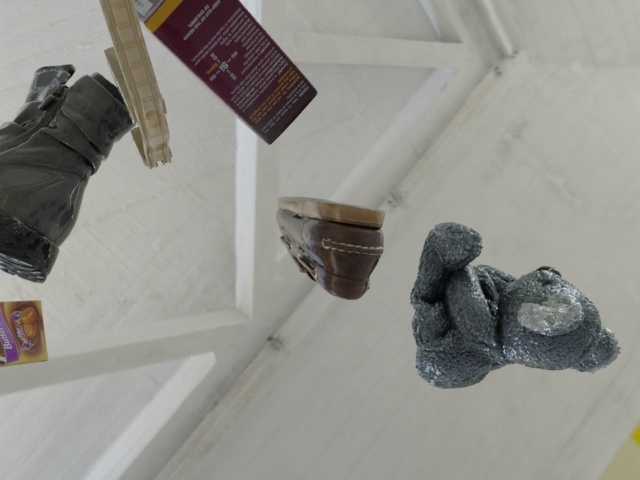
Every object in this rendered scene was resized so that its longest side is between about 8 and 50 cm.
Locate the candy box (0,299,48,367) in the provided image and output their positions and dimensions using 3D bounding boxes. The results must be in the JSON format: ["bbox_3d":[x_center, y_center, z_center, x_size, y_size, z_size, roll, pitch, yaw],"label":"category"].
[{"bbox_3d":[-0.544,0.157,1.037,0.187,0.053,0.109,4,-107,-60],"label":"candy box"}]

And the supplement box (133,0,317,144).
[{"bbox_3d":[-0.102,-0.196,0.647,0.081,0.104,0.188,-47,-45,2],"label":"supplement box"}]

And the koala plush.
[{"bbox_3d":[0.243,0.103,0.792,0.196,0.221,0.203,39,-116,-43],"label":"koala plush"}]

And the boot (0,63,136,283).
[{"bbox_3d":[-0.358,-0.091,0.702,0.222,0.338,0.118,-66,-26,-20],"label":"boot"}]

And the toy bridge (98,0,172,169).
[{"bbox_3d":[-0.124,-0.106,0.427,0.026,0.063,0.188,-21,-25,-15],"label":"toy bridge"}]

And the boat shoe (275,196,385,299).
[{"bbox_3d":[0.000,0.000,0.537,0.073,0.207,0.073,5,-84,-9],"label":"boat shoe"}]
